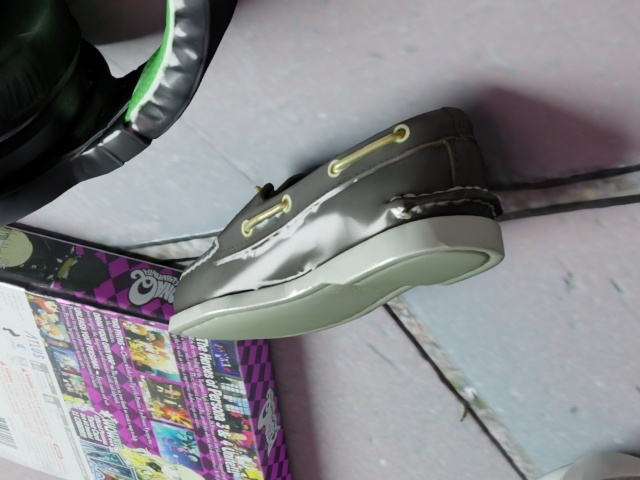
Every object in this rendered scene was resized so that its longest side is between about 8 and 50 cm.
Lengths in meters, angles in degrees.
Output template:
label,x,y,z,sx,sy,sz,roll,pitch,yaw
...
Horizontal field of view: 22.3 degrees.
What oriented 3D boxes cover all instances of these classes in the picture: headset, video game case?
label,x,y,z,sx,sy,sz,roll,pitch,yaw
headset,-0.213,-0.082,0.692,0.394,0.185,0.243,-26,122,41
video game case,-0.127,0.086,0.991,0.210,0.042,0.232,14,145,16

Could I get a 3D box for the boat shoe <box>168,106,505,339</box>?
label,x,y,z,sx,sy,sz,roll,pitch,yaw
boat shoe,0.000,0.000,0.778,0.081,0.069,0.227,4,164,-38

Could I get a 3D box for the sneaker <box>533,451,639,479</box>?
label,x,y,z,sx,sy,sz,roll,pitch,yaw
sneaker,0.219,0.188,0.893,0.235,0.090,0.095,31,159,-3
